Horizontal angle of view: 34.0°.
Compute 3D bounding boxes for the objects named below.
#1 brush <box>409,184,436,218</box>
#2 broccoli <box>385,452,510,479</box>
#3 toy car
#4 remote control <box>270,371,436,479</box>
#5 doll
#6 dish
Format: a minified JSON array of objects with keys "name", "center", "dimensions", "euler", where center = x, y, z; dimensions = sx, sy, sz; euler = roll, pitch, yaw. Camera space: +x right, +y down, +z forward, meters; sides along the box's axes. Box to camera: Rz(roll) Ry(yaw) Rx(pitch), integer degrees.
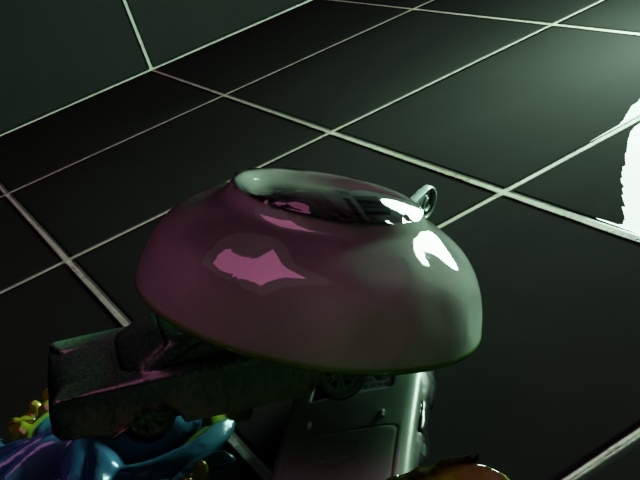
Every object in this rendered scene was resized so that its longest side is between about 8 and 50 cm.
[{"name":"brush","center":[0.081,0.013,1.286],"dimensions":[0.060,0.068,0.297],"euler":[22,41,28]},{"name":"broccoli","center":[0.108,0.234,0.562],"dimensions":[0.248,0.245,0.288],"euler":[-7,31,6]},{"name":"toy car","center":[-0.092,0.105,0.973],"dimensions":[0.321,0.097,0.141],"euler":[-10,20,-13]},{"name":"remote control","center":[0.037,0.170,0.978],"dimensions":[0.140,0.056,0.296],"euler":[-15,25,17]},{"name":"doll","center":[-0.244,0.202,1.042],"dimensions":[0.346,0.098,0.341],"euler":[0,21,42]},{"name":"dish","center":[0.000,0.000,0.957],"dimensions":[0.324,0.124,0.324],"euler":[10,16,-3]}]
